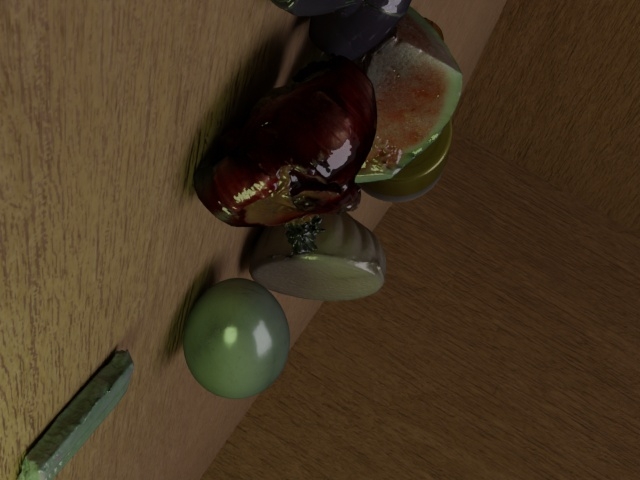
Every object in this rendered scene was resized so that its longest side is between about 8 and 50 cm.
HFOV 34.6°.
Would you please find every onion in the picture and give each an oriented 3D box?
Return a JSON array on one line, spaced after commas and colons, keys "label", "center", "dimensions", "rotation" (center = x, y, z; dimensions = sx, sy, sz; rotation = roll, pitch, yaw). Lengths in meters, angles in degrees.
[{"label": "onion", "center": [-0.025, -0.101, 1.336], "dimensions": [0.272, 0.195, 0.272], "rotation": [-43, -171, 8]}]

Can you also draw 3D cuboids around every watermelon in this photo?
[{"label": "watermelon", "center": [0.056, -0.206, 1.519], "dimensions": [0.305, 0.224, 0.180], "rotation": [-46, 162, 33]}]

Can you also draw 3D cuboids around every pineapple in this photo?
[{"label": "pineapple", "center": [-0.040, -0.050, 1.718], "dimensions": [0.108, 0.108, 0.198], "rotation": [-53, 151, -35]}]

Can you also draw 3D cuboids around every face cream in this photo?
[{"label": "face cream", "center": [0.156, -0.202, 2.094], "dimensions": [0.218, 0.218, 0.179], "rotation": [-58, 172, -8]}]

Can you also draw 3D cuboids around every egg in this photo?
[{"label": "egg", "center": [-0.142, 0.164, 1.743], "dimensions": [0.183, 0.183, 0.264], "rotation": [-54, 165, -31]}]

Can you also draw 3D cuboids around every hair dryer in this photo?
[{"label": "hair dryer", "center": [0.032, -0.334, 1.212], "dimensions": [0.301, 0.121, 0.361], "rotation": [-55, 167, 31]}]

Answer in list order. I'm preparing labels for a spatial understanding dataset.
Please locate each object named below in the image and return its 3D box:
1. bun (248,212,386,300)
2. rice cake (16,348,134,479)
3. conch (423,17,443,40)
[{"label": "bun", "center": [0.000, 0.000, 1.934], "dimensions": [0.263, 0.263, 0.175], "rotation": [101, -5, -69]}, {"label": "rice cake", "center": [-0.328, 0.247, 1.392], "dimensions": [0.226, 0.040, 0.085], "rotation": [-52, 171, -41]}, {"label": "conch", "center": [0.213, -0.402, 2.164], "dimensions": [0.330, 0.093, 0.109], "rotation": [-13, 127, -81]}]
